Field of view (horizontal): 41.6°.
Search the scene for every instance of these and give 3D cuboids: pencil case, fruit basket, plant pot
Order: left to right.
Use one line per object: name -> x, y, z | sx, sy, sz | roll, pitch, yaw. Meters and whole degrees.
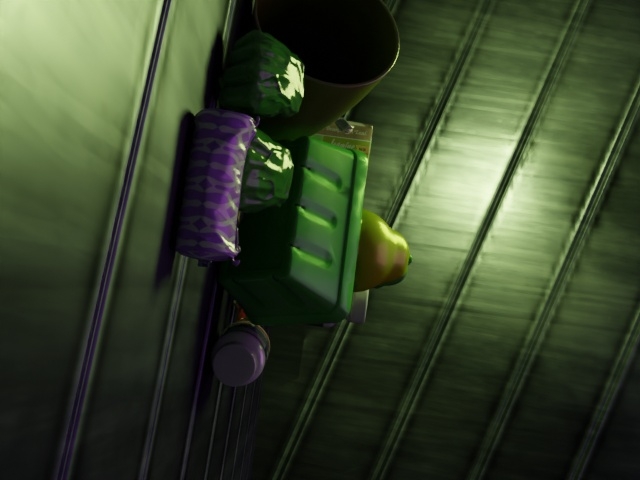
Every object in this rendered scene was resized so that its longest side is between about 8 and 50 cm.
pencil case -> -0.136, -0.069, 1.106 | 0.086, 0.088, 0.206 | 110, -14, -83
plant pot -> -0.030, -0.323, 1.626 | 0.293, 0.274, 0.275 | 125, -23, -57
fruit basket -> 0.000, 0.000, 1.710 | 0.392, 0.282, 0.392 | 13, 75, -57

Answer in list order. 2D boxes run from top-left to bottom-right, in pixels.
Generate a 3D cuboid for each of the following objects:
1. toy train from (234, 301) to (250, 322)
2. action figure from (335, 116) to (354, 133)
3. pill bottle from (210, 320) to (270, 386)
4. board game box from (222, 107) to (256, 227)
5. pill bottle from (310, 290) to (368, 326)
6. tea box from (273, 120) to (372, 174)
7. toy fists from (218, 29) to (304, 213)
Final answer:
toy train -> -0.170, 0.166, 1.879 | 0.166, 0.046, 0.125 | -21, -131, 67
action figure -> -0.037, -0.384, 1.936 | 0.275, 0.248, 0.370 | -10, 139, -56
pill bottle -> -0.158, 0.225, 1.648 | 0.180, 0.107, 0.108 | -72, 169, -85
board game box -> -0.144, -0.152, 1.459 | 0.165, 0.042, 0.243 | -81, 179, -75
pill bottle -> -0.035, 0.135, 2.220 | 0.176, 0.318, 0.176 | 7, 90, -88
tea box -> -0.015, -0.177, 2.332 | 0.329, 0.219, 0.324 | -142, -122, -75
toy fists -> -0.104, -0.181, 1.300 | 0.142, 0.096, 0.279 | 10, 89, -67
